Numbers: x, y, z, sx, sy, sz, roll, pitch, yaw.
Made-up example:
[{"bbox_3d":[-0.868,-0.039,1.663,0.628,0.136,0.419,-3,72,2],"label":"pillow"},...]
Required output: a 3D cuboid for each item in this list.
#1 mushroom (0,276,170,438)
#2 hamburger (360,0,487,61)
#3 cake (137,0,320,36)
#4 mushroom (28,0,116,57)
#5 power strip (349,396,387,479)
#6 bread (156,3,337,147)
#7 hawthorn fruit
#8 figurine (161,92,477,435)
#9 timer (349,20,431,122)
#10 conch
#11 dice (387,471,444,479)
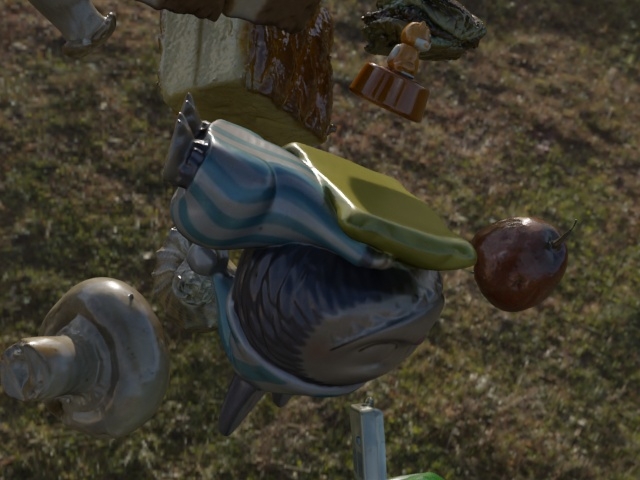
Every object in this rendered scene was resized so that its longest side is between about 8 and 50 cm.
[{"bbox_3d":[-0.426,0.211,1.616,0.292,0.292,0.290,39,22,31],"label":"mushroom"},{"bbox_3d":[0.185,-0.392,1.666,0.206,0.129,0.183,4,4,-33],"label":"hamburger"},{"bbox_3d":[-0.108,-0.352,0.775,0.290,0.282,0.255,-6,47,-46],"label":"cake"},{"bbox_3d":[-0.363,-0.349,1.269,0.088,0.212,0.097,-17,31,16],"label":"mushroom"},{"bbox_3d":[0.063,0.297,1.171,0.035,0.192,0.081,-4,-4,-6],"label":"power strip"},{"bbox_3d":[-0.123,-0.316,1.606,0.207,0.279,0.279,-6,73,28],"label":"bread"},{"bbox_3d":[0.318,0.037,1.416,0.189,0.149,0.149,1,29,39],"label":"hawthorn fruit"},{"bbox_3d":[-0.062,0.080,1.078,0.361,0.377,0.266,23,14,-11],"label":"figurine"},{"bbox_3d":[0.137,-0.287,1.519,0.132,0.152,0.132,25,11,-5],"label":"timer"},{"bbox_3d":[-0.250,0.089,1.812,0.210,0.291,0.159,43,78,4],"label":"conch"},{"bbox_3d":[0.076,0.547,1.483,0.287,0.300,0.297,1,71,-47],"label":"dice"}]
